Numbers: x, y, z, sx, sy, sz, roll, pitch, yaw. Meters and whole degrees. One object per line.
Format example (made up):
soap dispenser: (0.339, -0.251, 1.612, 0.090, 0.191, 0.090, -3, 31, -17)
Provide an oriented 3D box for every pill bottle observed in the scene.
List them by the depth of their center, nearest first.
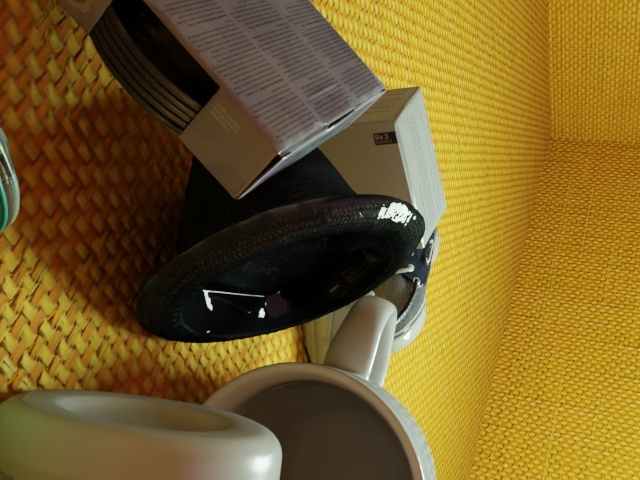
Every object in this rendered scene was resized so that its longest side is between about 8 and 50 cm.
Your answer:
pill bottle: (-0.170, 0.334, 0.623, 0.229, 0.229, 0.407, 23, 75, -67)

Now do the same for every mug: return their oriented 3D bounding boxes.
mug: (0.019, 0.247, 0.982, 0.328, 0.276, 0.374, 44, 62, -73)

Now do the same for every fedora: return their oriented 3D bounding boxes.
fedora: (-0.055, -0.013, 0.844, 0.334, 0.334, 0.152, 30, 35, -66)

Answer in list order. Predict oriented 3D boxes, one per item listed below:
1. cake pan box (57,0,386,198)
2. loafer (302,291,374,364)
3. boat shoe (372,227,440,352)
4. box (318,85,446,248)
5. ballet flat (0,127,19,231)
cake pan box: (-0.079, -0.178, 0.717, 0.070, 0.246, 0.267, -44, -179, 32)
loafer: (0.044, 0.206, 1.256, 0.112, 0.111, 0.319, -52, 142, -51)
boat shoe: (0.126, 0.031, 1.420, 0.340, 0.127, 0.158, -68, 148, -50)
box: (0.051, -0.090, 1.066, 0.119, 0.181, 0.182, -52, 133, -51)
ballet flat: (-0.255, -0.093, 0.512, 0.221, 0.077, 0.079, 66, 14, -51)
